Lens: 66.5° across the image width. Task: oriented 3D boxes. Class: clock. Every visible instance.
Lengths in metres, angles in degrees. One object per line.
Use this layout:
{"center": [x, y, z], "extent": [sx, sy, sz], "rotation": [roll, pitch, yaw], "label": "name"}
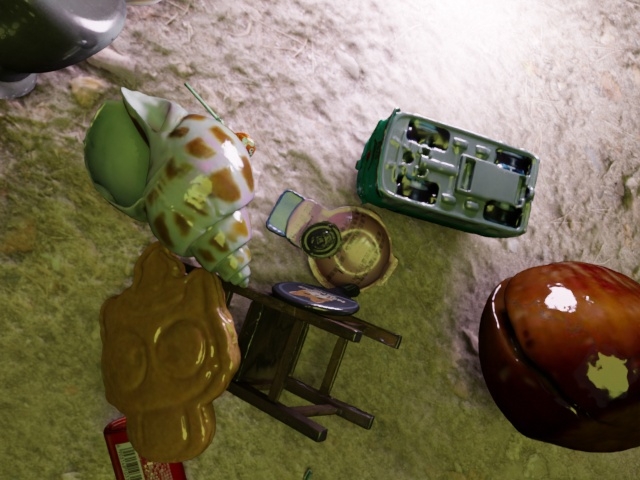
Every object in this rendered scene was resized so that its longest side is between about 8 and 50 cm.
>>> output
{"center": [0.000, 0.000, 0.949], "extent": [0.084, 0.010, 0.074], "rotation": [-15, 88, -1], "label": "clock"}

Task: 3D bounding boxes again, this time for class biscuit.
{"center": [-0.265, 0.179, 0.832], "extent": [0.270, 0.051, 0.375], "rotation": [-16, 74, 17], "label": "biscuit"}

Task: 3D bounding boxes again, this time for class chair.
{"center": [-0.097, 0.188, 0.922], "extent": [0.241, 0.417, 0.202], "rotation": [22, 86, -61], "label": "chair"}

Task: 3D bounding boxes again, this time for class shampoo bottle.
{"center": [-0.309, 0.476, 0.918], "extent": [0.118, 0.076, 0.313], "rotation": [-15, 98, -20], "label": "shampoo bottle"}

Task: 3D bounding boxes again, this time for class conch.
{"center": [-0.233, -0.090, 0.823], "extent": [0.250, 0.197, 0.367], "rotation": [-26, 62, -4], "label": "conch"}

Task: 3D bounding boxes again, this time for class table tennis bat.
{"center": [0.010, 0.099, 0.868], "extent": [0.150, 0.236, 0.027], "rotation": [17, 98, 27], "label": "table tennis bat"}

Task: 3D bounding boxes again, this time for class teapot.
{"center": [-0.485, -0.368, 0.722], "extent": [0.285, 0.223, 0.305], "rotation": [-23, 107, 28], "label": "teapot"}

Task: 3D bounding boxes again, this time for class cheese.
{"center": [0.031, 0.002, 0.991], "extent": [0.286, 0.074, 0.188], "rotation": [28, 85, -12], "label": "cheese"}

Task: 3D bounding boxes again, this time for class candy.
{"center": [-0.195, -0.228, 0.930], "extent": [0.184, 0.049, 0.056], "rotation": [48, 124, -7], "label": "candy"}

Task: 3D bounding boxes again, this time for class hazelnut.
{"center": [0.540, 0.247, 1.017], "extent": [0.430, 0.402, 0.401], "rotation": [2, 93, -15], "label": "hazelnut"}

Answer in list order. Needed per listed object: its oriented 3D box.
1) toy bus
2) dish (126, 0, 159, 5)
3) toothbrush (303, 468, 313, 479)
{"center": [0.238, -0.124, 0.978], "extent": [0.344, 0.199, 0.183], "rotation": [15, 86, -16], "label": "toy bus"}
{"center": [-0.352, -0.494, 0.848], "extent": [0.230, 0.081, 0.229], "rotation": [0, 92, -11], "label": "dish"}
{"center": [-0.065, 0.575, 1.026], "extent": [0.017, 0.022, 0.204], "rotation": [28, 88, -13], "label": "toothbrush"}
